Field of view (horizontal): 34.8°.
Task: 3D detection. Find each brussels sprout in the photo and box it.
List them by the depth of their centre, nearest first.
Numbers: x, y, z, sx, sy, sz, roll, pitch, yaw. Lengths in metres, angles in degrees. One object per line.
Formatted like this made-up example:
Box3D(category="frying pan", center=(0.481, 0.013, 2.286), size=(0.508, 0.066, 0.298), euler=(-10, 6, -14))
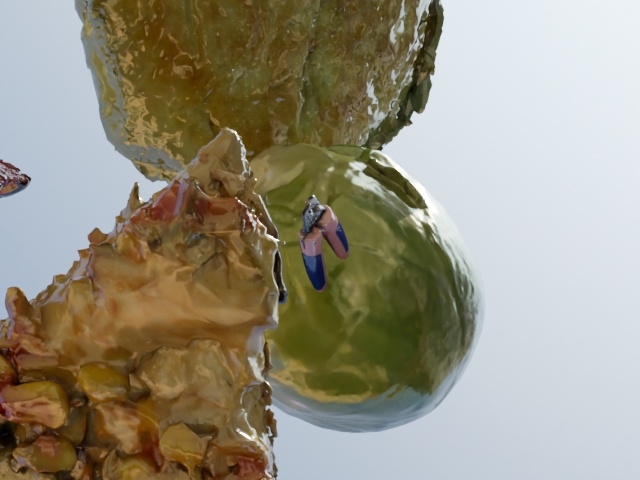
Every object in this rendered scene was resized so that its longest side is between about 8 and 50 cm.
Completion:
Box3D(category="brussels sprout", center=(0.021, 0.038, 0.825), size=(0.244, 0.244, 0.244), euler=(4, -110, -10))

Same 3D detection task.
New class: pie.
Box3D(category="pie", center=(-0.057, -0.231, 0.952), size=(0.418, 0.180, 0.395), euler=(-18, -63, -42))

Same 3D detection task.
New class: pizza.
Box3D(category="pizza", center=(-0.083, 0.110, 0.567), size=(0.288, 0.074, 0.251), euler=(-42, -81, 19))

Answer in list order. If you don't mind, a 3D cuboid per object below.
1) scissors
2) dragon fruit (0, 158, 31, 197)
Box3D(category="scissors", center=(0.000, 0.000, 0.654), size=(0.012, 0.113, 0.039), euler=(30, -104, 19))
Box3D(category="dragon fruit", center=(-0.306, -0.022, 0.744), size=(0.123, 0.192, 0.092), euler=(26, -76, -1))
